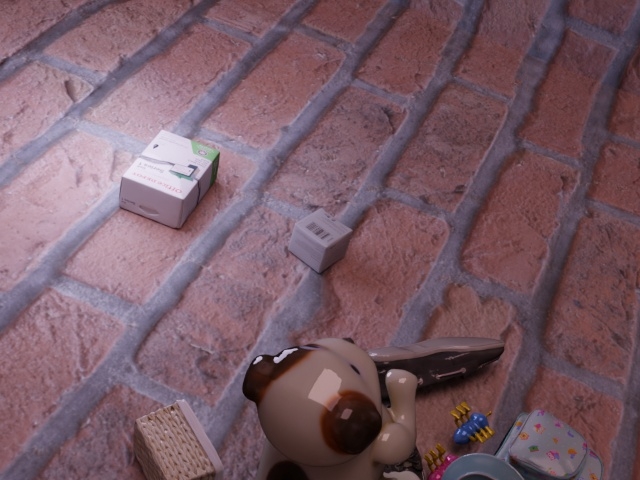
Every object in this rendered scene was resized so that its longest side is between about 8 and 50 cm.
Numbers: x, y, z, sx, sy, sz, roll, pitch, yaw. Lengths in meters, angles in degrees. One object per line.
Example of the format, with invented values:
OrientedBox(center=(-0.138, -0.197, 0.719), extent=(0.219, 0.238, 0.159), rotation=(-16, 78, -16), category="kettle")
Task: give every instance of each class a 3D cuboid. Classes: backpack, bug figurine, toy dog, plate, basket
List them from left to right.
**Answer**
OrientedBox(center=(-0.253, 0.382, 1.764), extent=(0.103, 0.113, 0.167), rotation=(-16, 49, -27), category="basket")
OrientedBox(center=(-0.010, 0.329, 1.658), extent=(0.285, 0.407, 0.395), rotation=(32, 51, 31), category="toy dog")
OrientedBox(center=(0.289, 0.471, 1.782), extent=(0.188, 0.188, 0.024), rotation=(38, 25, 24), category="plate")
OrientedBox(center=(0.318, 0.449, 1.905), extent=(0.216, 0.072, 0.279), rotation=(-26, 60, -31), category="bug figurine")
OrientedBox(center=(0.413, 0.412, 1.817), extent=(0.188, 0.144, 0.166), rotation=(33, 46, 13), category="backpack")

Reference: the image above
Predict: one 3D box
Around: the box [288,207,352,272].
OrientedBox(center=(0.000, 0.000, 2.303), extent=(0.101, 0.087, 0.102), rotation=(36, 43, 22), category="box")

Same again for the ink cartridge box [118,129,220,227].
OrientedBox(center=(-0.351, -0.145, 2.350), extent=(0.160, 0.092, 0.219), rotation=(20, 40, 6), category="ink cartridge box")

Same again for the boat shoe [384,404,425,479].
OrientedBox(center=(0.149, 0.408, 1.893), extent=(0.080, 0.073, 0.223), rotation=(-2, 43, -21), category="boat shoe")

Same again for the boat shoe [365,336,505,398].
OrientedBox(center=(0.236, 0.262, 2.096), extent=(0.335, 0.095, 0.112), rotation=(-3, 8, -27), category="boat shoe")
